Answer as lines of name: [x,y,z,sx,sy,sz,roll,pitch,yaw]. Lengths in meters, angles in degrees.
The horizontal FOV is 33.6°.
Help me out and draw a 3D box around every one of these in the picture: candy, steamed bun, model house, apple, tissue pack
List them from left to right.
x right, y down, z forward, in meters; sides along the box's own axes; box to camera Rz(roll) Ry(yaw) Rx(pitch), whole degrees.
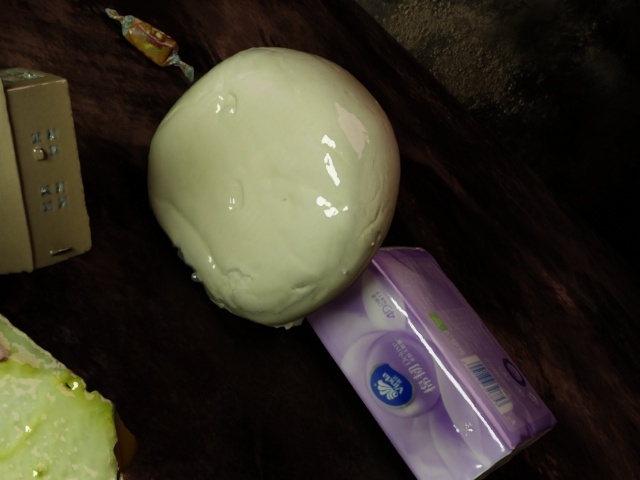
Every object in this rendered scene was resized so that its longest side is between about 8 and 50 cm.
apple: [-0.289,0.096,0.731,0.346,0.179,0.254,43,8,-7]
model house: [-0.363,-0.055,0.952,0.248,0.181,0.176,-18,22,-41]
candy: [-0.268,-0.319,1.709,0.182,0.046,0.053,37,21,-20]
steamed bun: [-0.036,-0.078,1.361,0.334,0.312,0.233,60,26,12]
tissue pack: [0.148,0.174,1.476,0.338,0.160,0.242,53,20,18]

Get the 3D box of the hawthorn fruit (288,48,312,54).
hawthorn fruit: [-0.066,-0.212,1.717,0.253,0.205,0.205,1,50,-54]
